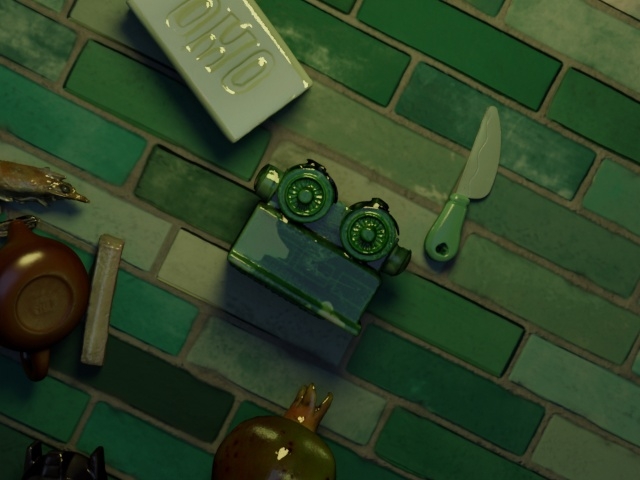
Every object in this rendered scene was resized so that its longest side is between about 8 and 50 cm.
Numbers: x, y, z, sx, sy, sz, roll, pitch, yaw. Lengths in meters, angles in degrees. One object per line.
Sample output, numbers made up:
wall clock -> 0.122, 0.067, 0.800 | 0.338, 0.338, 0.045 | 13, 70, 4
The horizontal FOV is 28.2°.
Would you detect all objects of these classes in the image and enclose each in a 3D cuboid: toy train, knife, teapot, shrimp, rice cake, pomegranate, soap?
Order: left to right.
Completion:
shrimp -> -0.466, -0.059, 1.949 | 0.223, 0.047, 0.126 | 8, 101, 1
teapot -> -0.443, 0.093, 1.932 | 0.178, 0.135, 0.252 | -11, 116, -30
rice cake -> -0.339, 0.093, 1.974 | 0.047, 0.036, 0.206 | 8, 94, -16
soap -> -0.151, -0.297, 1.928 | 0.160, 0.087, 0.265 | -36, 95, 0
pomegranate -> -0.052, 0.336, 1.930 | 0.198, 0.198, 0.246 | 38, 89, -5
toy train -> 0.000, 0.000, 1.933 | 0.266, 0.145, 0.202 | 31, 95, -5
knife -> 0.236, -0.084, 1.997 | 0.063, 0.034, 0.260 | 25, 89, -9

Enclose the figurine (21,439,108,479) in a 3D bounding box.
figurine -> -0.397, 0.445, 1.943 | 0.308, 0.143, 0.308 | -3, 98, -21
